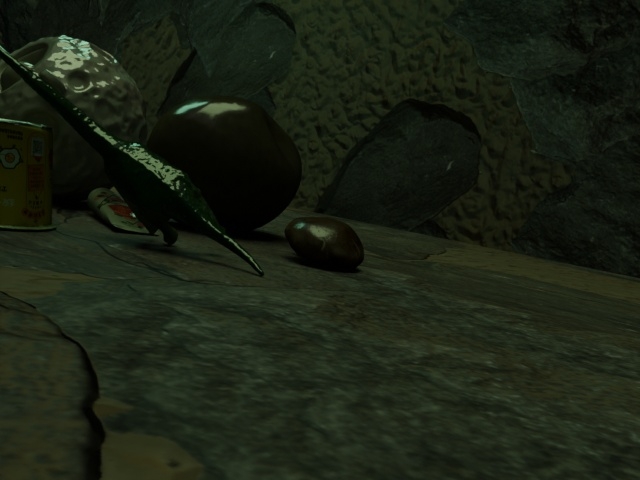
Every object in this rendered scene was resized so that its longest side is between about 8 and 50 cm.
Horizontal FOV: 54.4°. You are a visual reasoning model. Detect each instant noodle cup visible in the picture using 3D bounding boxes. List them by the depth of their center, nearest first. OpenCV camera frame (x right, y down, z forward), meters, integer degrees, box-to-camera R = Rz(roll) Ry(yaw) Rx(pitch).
[{"bbox_3d":[-0.454,-0.099,0.864,0.182,0.144,0.182,10,6,-1],"label":"instant noodle cup"}]

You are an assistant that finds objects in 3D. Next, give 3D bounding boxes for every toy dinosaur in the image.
[{"bbox_3d":[-0.258,-0.117,0.845,0.447,0.087,0.300,26,-27,33],"label":"toy dinosaur"}]

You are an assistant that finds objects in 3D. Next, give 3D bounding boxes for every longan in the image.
[{"bbox_3d":[-0.188,-0.144,1.258,0.289,0.288,0.350,14,-4,35],"label":"longan"}]

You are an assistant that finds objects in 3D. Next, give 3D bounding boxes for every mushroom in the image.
[{"bbox_3d":[0.000,-0.002,1.038,0.135,0.080,0.171,18,2,-37],"label":"mushroom"}]

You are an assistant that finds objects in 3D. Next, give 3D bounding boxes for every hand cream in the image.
[{"bbox_3d":[-0.356,-0.048,1.082,0.080,0.050,0.234,11,10,-38],"label":"hand cream"}]

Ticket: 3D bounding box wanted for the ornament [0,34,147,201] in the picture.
[{"bbox_3d":[-0.518,-0.235,1.270,0.337,0.336,0.337,10,5,-1],"label":"ornament"}]
